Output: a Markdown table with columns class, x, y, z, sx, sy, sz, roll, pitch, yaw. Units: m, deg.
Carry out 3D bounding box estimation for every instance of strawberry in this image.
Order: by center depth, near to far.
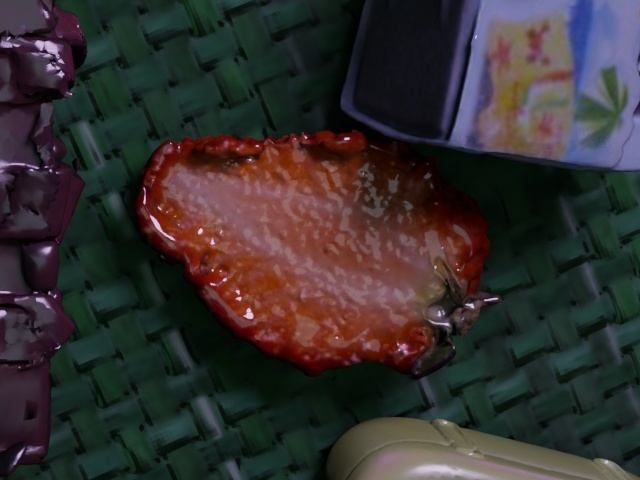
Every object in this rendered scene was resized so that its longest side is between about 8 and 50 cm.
| class | x | y | z | sx | sy | sz | roll | pitch | yaw |
| --- | --- | --- | --- | --- | --- | --- | --- | --- | --- |
| strawberry | 0.000 | -0.001 | 0.670 | 0.152 | 0.048 | 0.104 | 26 | 101 | -3 |

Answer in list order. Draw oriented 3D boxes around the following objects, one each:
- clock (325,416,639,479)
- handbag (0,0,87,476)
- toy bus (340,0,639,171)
| class | x | y | z | sx | sy | sz | roll | pitch | yaw |
| --- | --- | --- | --- | --- | --- | --- | --- | --- | --- |
| clock | 0.057 | 0.199 | 0.710 | 0.170 | 0.069 | 0.232 | 16 | 98 | -16 |
| handbag | -0.193 | -0.017 | 0.606 | 0.216 | 0.074 | 0.203 | -1 | 101 | -15 |
| toy bus | 0.105 | -0.192 | 0.627 | 0.136 | 0.109 | 0.329 | 9 | 99 | -25 |
